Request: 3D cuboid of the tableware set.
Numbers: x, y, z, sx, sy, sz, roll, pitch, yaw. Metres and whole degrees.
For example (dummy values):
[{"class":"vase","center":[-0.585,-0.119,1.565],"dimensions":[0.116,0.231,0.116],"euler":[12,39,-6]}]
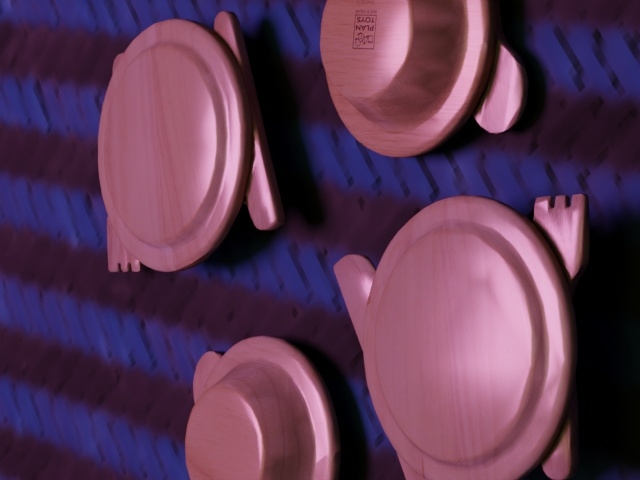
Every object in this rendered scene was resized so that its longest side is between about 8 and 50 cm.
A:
[{"class":"tableware set","center":[0.000,0.000,0.461],"dimensions":[0.169,0.020,0.141],"euler":[-24,71,47]}]
